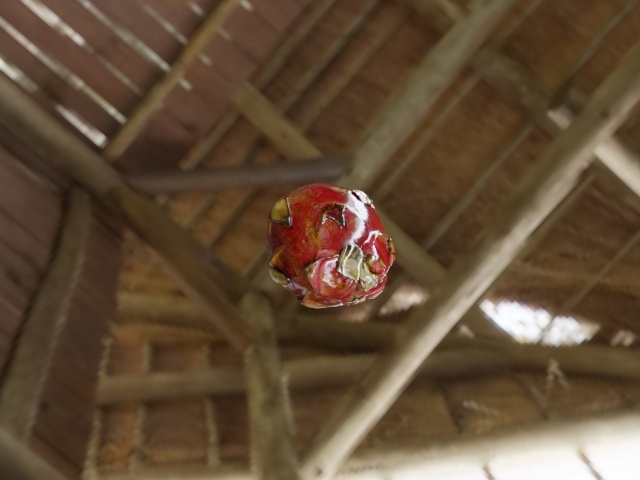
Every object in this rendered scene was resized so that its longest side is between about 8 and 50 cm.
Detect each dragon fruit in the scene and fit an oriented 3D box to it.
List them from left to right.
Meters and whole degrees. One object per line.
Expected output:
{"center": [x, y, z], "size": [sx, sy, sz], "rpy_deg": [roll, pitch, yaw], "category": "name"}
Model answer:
{"center": [0.000, 0.000, 1.506], "size": [0.125, 0.125, 0.246], "rpy_deg": [-22, -170, -2], "category": "dragon fruit"}
